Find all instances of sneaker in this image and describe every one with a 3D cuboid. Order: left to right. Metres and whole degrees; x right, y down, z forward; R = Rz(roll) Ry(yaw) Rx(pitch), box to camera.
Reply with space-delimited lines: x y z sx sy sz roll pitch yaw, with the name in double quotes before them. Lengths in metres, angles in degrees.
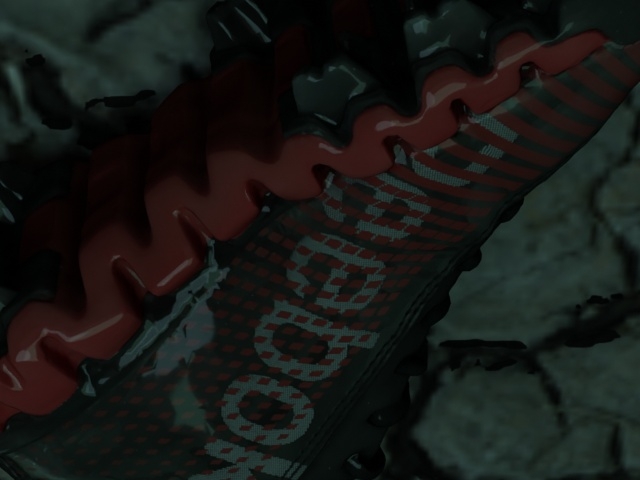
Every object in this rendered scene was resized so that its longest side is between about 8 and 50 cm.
"sneaker" 0.000 0.000 0.444 0.276 0.098 0.135 -33 120 22
